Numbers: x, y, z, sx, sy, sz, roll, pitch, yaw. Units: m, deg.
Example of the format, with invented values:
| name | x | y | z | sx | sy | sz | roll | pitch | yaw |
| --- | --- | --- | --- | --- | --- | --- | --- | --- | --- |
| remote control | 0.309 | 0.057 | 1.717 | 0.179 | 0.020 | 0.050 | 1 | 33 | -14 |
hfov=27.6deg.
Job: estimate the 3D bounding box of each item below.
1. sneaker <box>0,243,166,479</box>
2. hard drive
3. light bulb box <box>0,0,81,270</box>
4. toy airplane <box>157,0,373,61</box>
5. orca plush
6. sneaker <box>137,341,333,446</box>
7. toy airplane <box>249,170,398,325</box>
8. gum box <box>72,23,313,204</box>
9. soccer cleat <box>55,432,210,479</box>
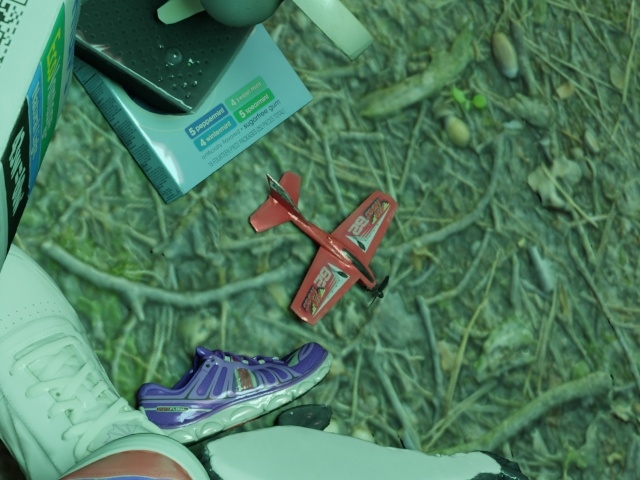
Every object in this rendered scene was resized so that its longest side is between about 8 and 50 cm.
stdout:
| name | x | y | z | sx | sy | sz | roll | pitch | yaw |
| --- | --- | --- | --- | --- | --- | --- | --- | --- | --- |
| sneaker | -0.163 | 0.126 | 0.918 | 0.114 | 0.152 | 0.305 | -31 | 96 | -43 |
| hard drive | -0.119 | -0.230 | 1.038 | 0.172 | 0.054 | 0.255 | 32 | 61 | -14 |
| light bulb box | -0.360 | -0.050 | 0.763 | 0.358 | 0.225 | 0.361 | 20 | 69 | -8 |
| toy airplane | -0.151 | -0.299 | 0.863 | 0.384 | 0.272 | 0.386 | 14 | 45 | -51 |
| orca plush | 0.024 | 0.213 | 1.068 | 0.287 | 0.102 | 0.151 | -4 | 35 | -40 |
| sneaker | -0.065 | 0.110 | 1.033 | 0.170 | 0.068 | 0.071 | -18 | 82 | -31 |
| toy airplane | 0.000 | 0.000 | 1.116 | 0.151 | 0.028 | 0.151 | 8 | 73 | -29 |
| gum box | -0.117 | -0.149 | 1.077 | 0.157 | 0.041 | 0.184 | -40 | 99 | -31 |
| soccer cleat | -0.207 | 0.237 | 0.807 | 0.318 | 0.116 | 0.109 | -36 | 96 | 11 |
